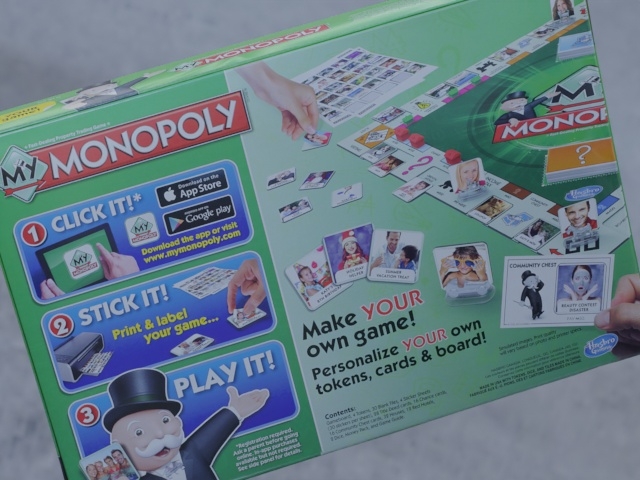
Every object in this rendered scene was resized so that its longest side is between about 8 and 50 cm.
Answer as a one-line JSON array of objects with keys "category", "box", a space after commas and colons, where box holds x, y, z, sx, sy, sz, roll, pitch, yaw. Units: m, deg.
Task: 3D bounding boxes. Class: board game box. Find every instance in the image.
[{"category": "board game box", "box": [0.000, 0.000, 0.999, 0.317, 0.214, 0.046, -16, 17, -9]}]
